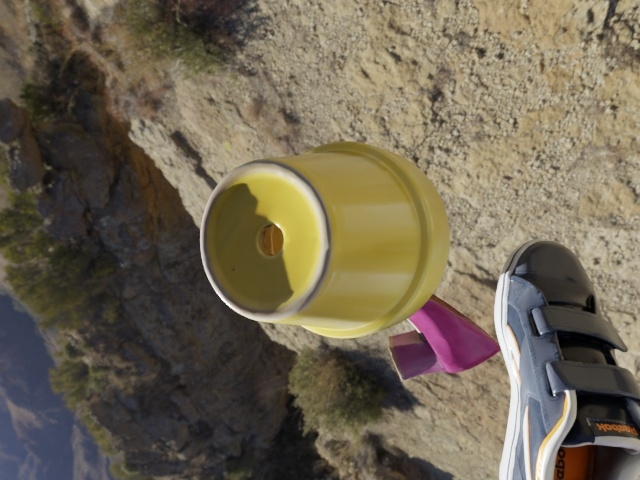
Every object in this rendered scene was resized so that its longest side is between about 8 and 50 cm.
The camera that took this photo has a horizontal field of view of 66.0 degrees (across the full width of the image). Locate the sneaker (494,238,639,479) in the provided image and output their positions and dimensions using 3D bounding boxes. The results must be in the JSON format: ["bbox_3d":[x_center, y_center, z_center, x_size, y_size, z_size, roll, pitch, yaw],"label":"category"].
[{"bbox_3d":[0.262,0.143,0.508,0.126,0.320,0.127,8,163,-8],"label":"sneaker"}]

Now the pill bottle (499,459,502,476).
[{"bbox_3d":[0.374,0.413,0.837,0.118,0.117,0.208,28,171,21],"label":"pill bottle"}]

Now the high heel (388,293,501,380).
[{"bbox_3d":[0.167,0.053,0.829,0.182,0.127,0.377,-18,107,10],"label":"high heel"}]

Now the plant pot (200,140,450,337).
[{"bbox_3d":[0.000,0.000,0.586,0.254,0.239,0.253,0,91,29],"label":"plant pot"}]
